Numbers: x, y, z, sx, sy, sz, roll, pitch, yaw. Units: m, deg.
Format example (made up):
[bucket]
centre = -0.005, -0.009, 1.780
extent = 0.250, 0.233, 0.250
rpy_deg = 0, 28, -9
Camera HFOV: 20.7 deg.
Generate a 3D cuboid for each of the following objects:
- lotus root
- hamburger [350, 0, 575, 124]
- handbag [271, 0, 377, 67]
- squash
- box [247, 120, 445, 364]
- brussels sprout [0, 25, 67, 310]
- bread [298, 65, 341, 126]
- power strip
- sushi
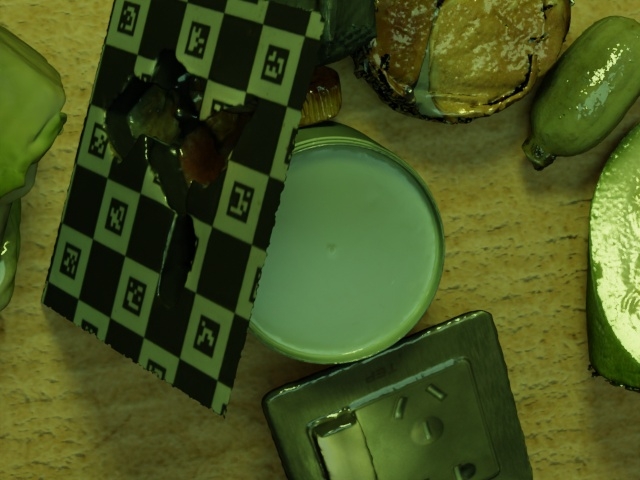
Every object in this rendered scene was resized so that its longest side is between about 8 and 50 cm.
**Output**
[lotus root]
centre = 0.271, -0.150, 1.796
extent = 0.183, 0.090, 0.077
rpy_deg = -50, 133, 4
[hamburger]
centre = 0.137, -0.226, 1.748
extent = 0.231, 0.107, 0.231
rpy_deg = -4, 105, -14
[handbag]
centre = -0.036, -0.282, 1.685
extent = 0.089, 0.175, 0.270
rpy_deg = -17, 110, -53
[squash]
centre = 0.367, 0.012, 1.797
extent = 0.189, 0.189, 0.260
rpy_deg = -1, 106, -11
[box]
centre = 0.000, 0.000, 1.741
extent = 0.226, 0.149, 0.226
rpy_deg = -2, 102, -11
[brussels sprout]
centre = -0.399, -0.044, 1.588
extent = 0.315, 0.276, 0.371
rpy_deg = 28, 94, -18
[bread]
centre = -0.019, -0.148, 1.742
extent = 0.085, 0.085, 0.053
rpy_deg = -14, 111, -8
[power strip]
centre = 0.077, 0.201, 1.821
extent = 0.251, 0.092, 0.257
rpy_deg = -25, 125, -12
[sushi]
centre = -0.117, -0.057, 1.637
extent = 0.064, 0.343, 0.359
rpy_deg = 9, 99, -39
